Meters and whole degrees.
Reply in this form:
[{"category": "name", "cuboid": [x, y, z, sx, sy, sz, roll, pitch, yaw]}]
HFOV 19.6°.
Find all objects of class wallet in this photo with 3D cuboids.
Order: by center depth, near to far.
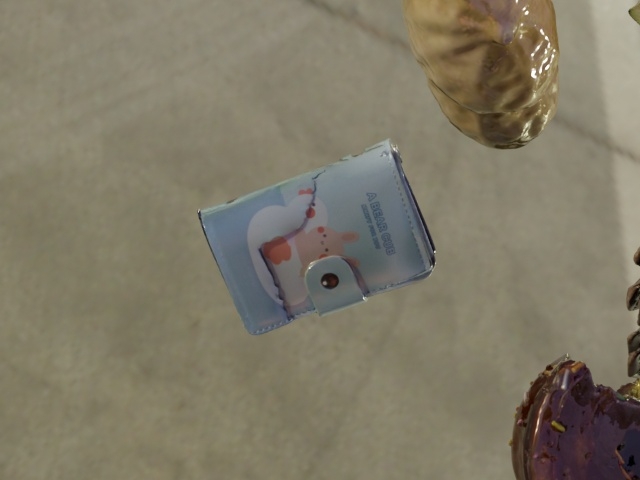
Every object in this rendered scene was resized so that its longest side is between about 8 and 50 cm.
[{"category": "wallet", "cuboid": [0.000, 0.000, 2.215, 0.075, 0.250, 0.176, -90, 160, -73]}]

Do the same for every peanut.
[{"category": "peanut", "cuboid": [0.115, -0.134, 1.293, 0.263, 0.101, 0.117, 56, 25, -76]}]

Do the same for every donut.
[{"category": "donut", "cuboid": [0.293, 0.215, 1.861, 0.230, 0.096, 0.216, -8, 95, -25]}]

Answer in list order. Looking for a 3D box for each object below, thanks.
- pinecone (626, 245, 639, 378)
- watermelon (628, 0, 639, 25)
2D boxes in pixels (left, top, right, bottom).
[{"category": "pinecone", "cuboid": [0.281, 0.050, 1.190, 0.204, 0.179, 0.184, -68, 149, -43]}, {"category": "watermelon", "cuboid": [0.359, -0.215, 1.595, 0.137, 0.145, 0.193, 12, 65, -16]}]
